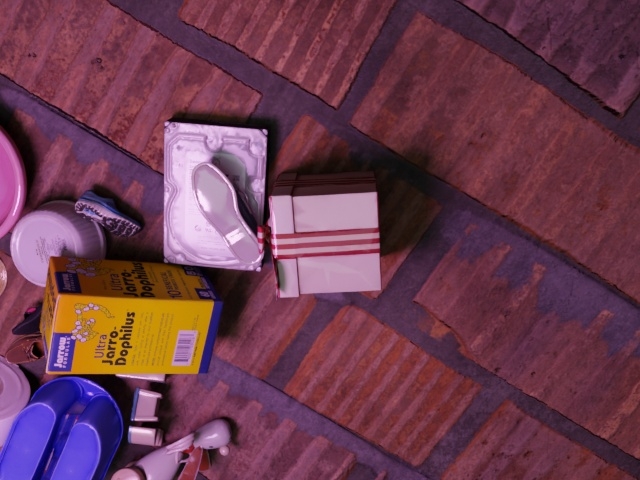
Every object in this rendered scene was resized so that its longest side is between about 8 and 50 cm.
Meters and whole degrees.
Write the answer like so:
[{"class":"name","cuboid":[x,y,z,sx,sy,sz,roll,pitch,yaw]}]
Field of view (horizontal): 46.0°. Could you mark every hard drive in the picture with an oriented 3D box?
[{"class":"hard drive","cuboid":[-0.239,-0.102,1.729,0.237,0.064,0.339,6,108,2]}]

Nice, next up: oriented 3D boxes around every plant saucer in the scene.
[{"class":"plant saucer","cuboid":[-0.822,-0.146,1.734,0.332,0.084,0.332,2,103,7]}]

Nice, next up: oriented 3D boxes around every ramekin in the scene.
[{"class":"ramekin","cuboid":[-0.617,0.013,1.754,0.207,0.109,0.207,2,99,10]}]

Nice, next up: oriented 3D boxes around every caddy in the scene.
[{"class":"caddy","cuboid":[-0.624,0.498,1.824,0.241,0.179,0.341,26,102,-2]}]

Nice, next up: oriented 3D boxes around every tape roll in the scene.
[{"class":"tape roll","cuboid":[-0.856,0.380,1.822,0.286,0.286,0.100,24,110,-4]}]

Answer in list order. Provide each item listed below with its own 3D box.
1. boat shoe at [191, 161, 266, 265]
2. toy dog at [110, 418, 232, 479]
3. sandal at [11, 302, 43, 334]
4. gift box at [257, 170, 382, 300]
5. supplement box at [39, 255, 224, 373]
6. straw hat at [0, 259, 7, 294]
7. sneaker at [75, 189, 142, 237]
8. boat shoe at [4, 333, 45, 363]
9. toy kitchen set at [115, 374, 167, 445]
[{"class":"boat shoe","cuboid":[-0.198,-0.065,1.663,0.095,0.079,0.254,-32,106,11]},{"class":"toy dog","cuboid":[-0.368,0.596,1.910,0.334,0.220,0.161,-30,83,21]},{"class":"sandal","cuboid":[-0.696,0.181,1.863,0.179,0.067,0.040,-37,63,24]},{"class":"gift box","cuboid":[0.000,0.000,1.644,0.258,0.255,0.276,-2,102,3]},{"class":"supplement box","cuboid":[-0.426,0.169,1.692,0.356,0.194,0.195,5,112,-27]},{"class":"straw hat","cuboid":[-0.846,0.087,1.837,0.061,0.144,0.144,11,116,45]},{"class":"sneaker","cuboid":[-0.485,-0.068,1.757,0.162,0.073,0.063,33,133,-27]},{"class":"boat shoe","cuboid":[-0.719,0.271,1.891,0.178,0.060,0.064,-19,106,11]},{"class":"toy kitchen set","cuboid":[-0.457,0.410,1.917,0.122,0.166,0.207,8,73,-2]}]
